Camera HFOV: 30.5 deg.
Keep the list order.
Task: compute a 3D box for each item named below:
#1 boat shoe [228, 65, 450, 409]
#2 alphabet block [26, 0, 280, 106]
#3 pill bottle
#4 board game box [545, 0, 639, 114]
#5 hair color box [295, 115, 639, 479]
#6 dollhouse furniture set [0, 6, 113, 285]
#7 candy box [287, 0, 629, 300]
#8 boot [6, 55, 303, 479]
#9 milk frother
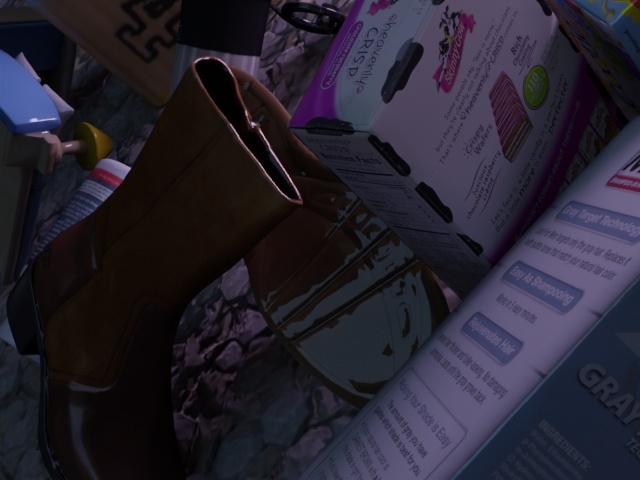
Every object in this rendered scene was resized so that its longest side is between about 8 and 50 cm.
[{"bbox_3d":[0.000,0.000,0.879,0.121,0.110,0.341,-37,54,3],"label":"boat shoe"},{"bbox_3d":[-0.187,-0.292,1.196,0.193,0.197,0.192,-39,50,10],"label":"alphabet block"},{"bbox_3d":[-0.198,0.029,1.029,0.108,0.108,0.180,21,73,48],"label":"pill bottle"},{"bbox_3d":[0.286,-0.217,0.773,0.275,0.144,0.142,-42,40,7],"label":"board game box"},{"bbox_3d":[0.112,0.105,0.628,0.374,0.113,0.185,-48,10,0],"label":"hair color box"},{"bbox_3d":[-0.300,-0.072,1.204,0.303,0.198,0.286,43,129,34],"label":"dollhouse furniture set"},{"bbox_3d":[0.102,-0.066,0.741,0.071,0.233,0.159,9,64,45],"label":"candy box"},{"bbox_3d":[-0.096,0.053,0.840,0.280,0.096,0.264,-44,54,30],"label":"boot"},{"bbox_3d":[-0.059,-0.160,1.080,0.143,0.129,0.135,14,103,17],"label":"milk frother"}]
